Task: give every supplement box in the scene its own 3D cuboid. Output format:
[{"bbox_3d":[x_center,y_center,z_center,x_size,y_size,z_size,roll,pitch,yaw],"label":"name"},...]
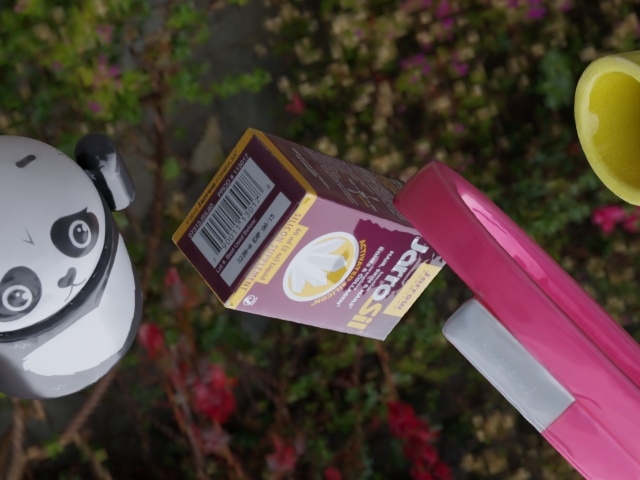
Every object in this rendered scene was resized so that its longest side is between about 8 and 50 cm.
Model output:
[{"bbox_3d":[0.000,0.000,1.121,0.188,0.081,0.104,16,117,-50],"label":"supplement box"}]

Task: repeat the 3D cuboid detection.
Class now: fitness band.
[{"bbox_3d":[0.151,0.070,0.881,0.054,0.291,0.209,-44,178,13],"label":"fitness band"}]

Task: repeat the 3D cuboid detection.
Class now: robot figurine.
[{"bbox_3d":[-0.241,0.030,1.273,0.174,0.209,0.278,-7,154,2],"label":"robot figurine"}]

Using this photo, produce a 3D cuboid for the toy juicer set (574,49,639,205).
[{"bbox_3d":[0.192,-0.106,0.550,0.089,0.329,0.209,-21,-132,-26],"label":"toy juicer set"}]
